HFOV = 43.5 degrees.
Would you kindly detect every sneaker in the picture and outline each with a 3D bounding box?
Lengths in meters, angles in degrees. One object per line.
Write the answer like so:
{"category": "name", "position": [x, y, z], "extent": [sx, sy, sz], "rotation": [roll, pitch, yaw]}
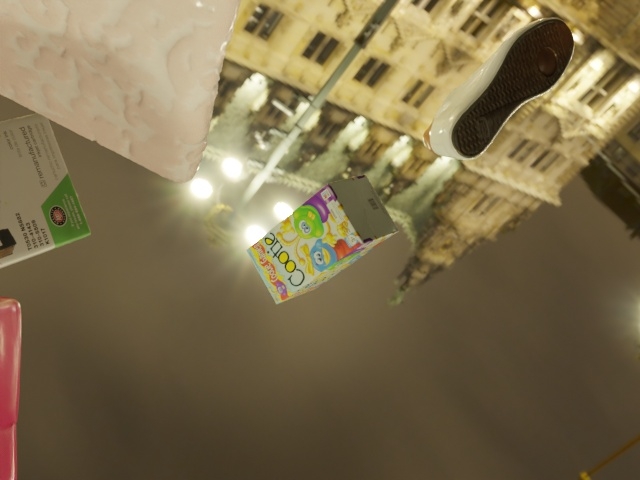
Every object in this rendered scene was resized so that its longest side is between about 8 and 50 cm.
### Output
{"category": "sneaker", "position": [0.265, -0.241, 1.239], "extent": [0.106, 0.290, 0.123], "rotation": [52, 165, -21]}

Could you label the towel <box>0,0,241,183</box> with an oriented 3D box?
{"category": "towel", "position": [-0.224, -0.219, 0.697], "extent": [0.317, 0.332, 0.053], "rotation": [27, -124, 0]}

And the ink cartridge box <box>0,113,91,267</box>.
{"category": "ink cartridge box", "position": [-0.509, -0.050, 1.159], "extent": [0.278, 0.117, 0.201], "rotation": [-25, -81, -41]}

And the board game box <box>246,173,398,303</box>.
{"category": "board game box", "position": [0.000, 0.000, 1.692], "extent": [0.142, 0.275, 0.144], "rotation": [-19, -105, -52]}

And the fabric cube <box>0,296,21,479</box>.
{"category": "fabric cube", "position": [-0.434, 0.178, 0.680], "extent": [0.254, 0.259, 0.258], "rotation": [2, -179, 5]}
